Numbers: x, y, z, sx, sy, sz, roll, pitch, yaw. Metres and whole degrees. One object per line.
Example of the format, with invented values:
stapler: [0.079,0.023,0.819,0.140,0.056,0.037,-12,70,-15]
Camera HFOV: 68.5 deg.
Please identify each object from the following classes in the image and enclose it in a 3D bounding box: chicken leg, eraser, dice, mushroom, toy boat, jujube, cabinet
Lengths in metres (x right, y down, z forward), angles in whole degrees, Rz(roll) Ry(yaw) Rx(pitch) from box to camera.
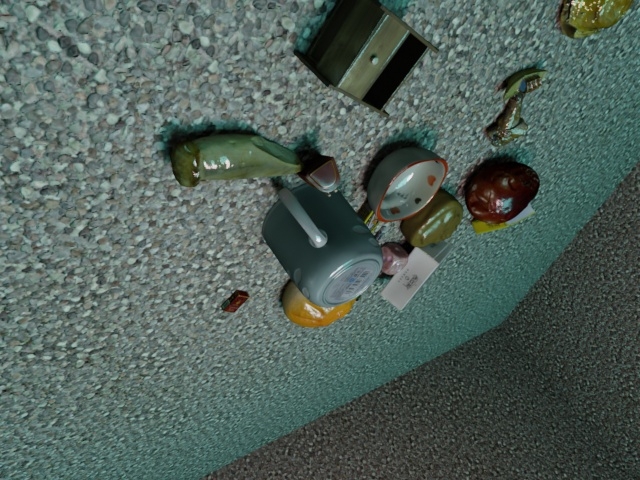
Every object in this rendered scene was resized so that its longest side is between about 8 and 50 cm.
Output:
chicken leg: [0.621,-0.389,1.532,0.125,0.080,0.196,2,133,-28]
eraser: [0.204,-0.008,1.684,0.027,0.019,0.099,6,130,-48]
dice: [0.268,0.068,1.777,0.094,0.093,0.091,-1,135,-41]
mushroom: [-0.168,-0.183,1.034,0.333,0.087,0.107,-13,147,-39]
toy boat: [0.616,-0.473,1.423,0.172,0.066,0.065,-26,150,-14]
eraser: [0.751,-0.095,1.951,0.158,0.069,0.226,-23,179,-18]
jujube: [0.683,-0.183,1.756,0.318,0.223,0.223,-23,147,-35]
cabinet: [0.097,-0.384,0.961,0.215,0.148,0.175,8,127,-48]

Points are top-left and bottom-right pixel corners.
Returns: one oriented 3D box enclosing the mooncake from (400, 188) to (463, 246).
mooncake: [0.418,-0.078,1.712,0.235,0.117,0.234,-23,148,-15]

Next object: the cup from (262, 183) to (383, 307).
cup: [0.000,0.000,1.254,0.259,0.274,0.356,-37,149,0]

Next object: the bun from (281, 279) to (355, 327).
bun: [0.021,0.204,1.651,0.299,0.164,0.299,-25,149,-17]

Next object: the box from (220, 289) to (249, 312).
box: [-0.270,0.194,1.490,0.082,0.023,0.051,-46,148,16]

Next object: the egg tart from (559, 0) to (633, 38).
egg tart: [0.776,-0.664,1.294,0.241,0.106,0.241,-21,144,-16]

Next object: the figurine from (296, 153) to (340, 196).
figurine: [0.003,-0.158,1.184,0.082,0.154,0.098,-39,107,-4]

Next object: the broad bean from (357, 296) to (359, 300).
broad bean: [0.105,0.226,1.875,0.195,0.046,0.061,4,128,-48]

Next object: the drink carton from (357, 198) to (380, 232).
drink carton: [0.147,-0.059,1.528,0.071,0.056,0.165,0,134,-40]

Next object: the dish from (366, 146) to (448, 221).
dish: [0.241,-0.180,1.399,0.256,0.117,0.256,-25,147,-17]

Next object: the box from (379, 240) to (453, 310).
box: [0.385,0.123,1.889,0.203,0.116,0.274,-31,157,-55]
